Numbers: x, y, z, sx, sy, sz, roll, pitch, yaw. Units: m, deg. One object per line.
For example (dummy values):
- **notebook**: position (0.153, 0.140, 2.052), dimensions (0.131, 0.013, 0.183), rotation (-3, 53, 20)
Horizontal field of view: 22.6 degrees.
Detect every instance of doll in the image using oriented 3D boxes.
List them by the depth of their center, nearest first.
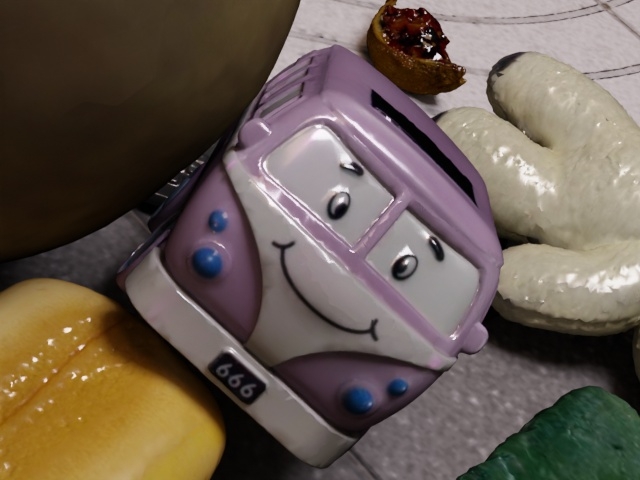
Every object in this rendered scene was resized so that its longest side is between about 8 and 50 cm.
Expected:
- **doll**: position (0.188, -0.003, 0.939), dimensions (0.278, 0.175, 0.149), rotation (41, 4, 21)

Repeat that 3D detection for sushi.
- **sushi**: position (0.060, -0.130, 1.060), dimensions (0.050, 0.047, 0.099), rotation (-17, 53, -35)

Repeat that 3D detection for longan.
- **longan**: position (-0.172, -0.123, 0.724), dimensions (0.350, 0.288, 0.288), rotation (-10, 28, 29)

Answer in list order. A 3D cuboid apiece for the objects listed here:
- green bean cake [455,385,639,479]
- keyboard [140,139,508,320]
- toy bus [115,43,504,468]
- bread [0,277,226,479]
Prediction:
- **green bean cake**: position (0.118, 0.179, 0.677), dimensions (0.193, 0.107, 0.208), rotation (48, 31, 13)
- **keyboard**: position (-0.014, -0.025, 0.932), dimensions (0.262, 0.016, 0.106), rotation (20, 40, -6)
- **toy bus**: position (0.000, 0.000, 0.761), dimensions (0.142, 0.142, 0.202), rotation (45, 13, -10)
- **bread**: position (-0.129, 0.101, 0.682), dimensions (0.134, 0.085, 0.173), rotation (34, 42, 14)
